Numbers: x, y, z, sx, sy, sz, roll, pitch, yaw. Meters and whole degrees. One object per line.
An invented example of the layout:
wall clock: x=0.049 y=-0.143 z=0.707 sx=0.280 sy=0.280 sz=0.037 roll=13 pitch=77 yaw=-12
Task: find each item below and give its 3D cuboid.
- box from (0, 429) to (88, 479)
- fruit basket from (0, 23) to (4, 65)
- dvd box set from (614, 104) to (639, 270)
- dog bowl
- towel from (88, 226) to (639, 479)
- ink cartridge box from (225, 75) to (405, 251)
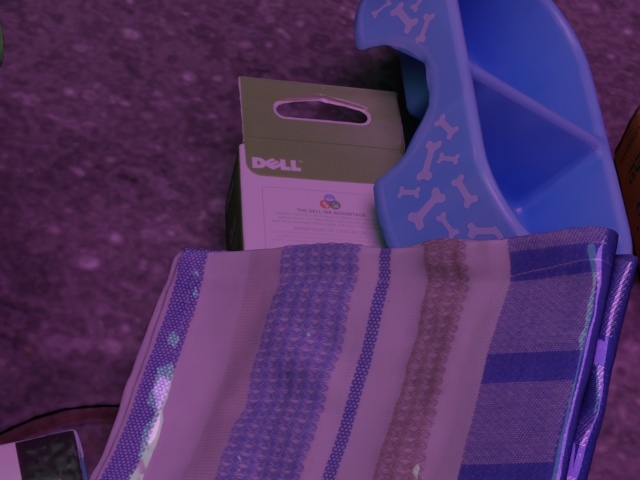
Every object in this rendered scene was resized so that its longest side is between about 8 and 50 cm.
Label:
box: x=-0.224 y=0.170 z=0.720 sx=0.244 sy=0.060 sz=0.100 roll=-11 pitch=56 yaw=-11
fruit basket: x=-0.369 y=-0.095 z=0.713 sx=0.392 sy=0.392 sz=0.283 roll=-2 pitch=54 yaw=-16
dvd box set: x=0.367 y=0.101 z=0.954 sx=0.308 sy=0.062 sz=0.420 roll=4 pitch=52 yaw=-12
dog bowl: x=0.112 y=-0.066 z=0.963 sx=0.166 sy=0.074 sz=0.297 roll=25 pitch=43 yaw=-33
towel: x=0.005 y=0.088 z=0.752 sx=0.285 sy=0.034 sz=0.209 roll=-2 pitch=58 yaw=38
ink cartridge box: x=0.000 y=0.000 z=0.933 sx=0.109 sy=0.062 sz=0.209 roll=4 pitch=52 yaw=-12
